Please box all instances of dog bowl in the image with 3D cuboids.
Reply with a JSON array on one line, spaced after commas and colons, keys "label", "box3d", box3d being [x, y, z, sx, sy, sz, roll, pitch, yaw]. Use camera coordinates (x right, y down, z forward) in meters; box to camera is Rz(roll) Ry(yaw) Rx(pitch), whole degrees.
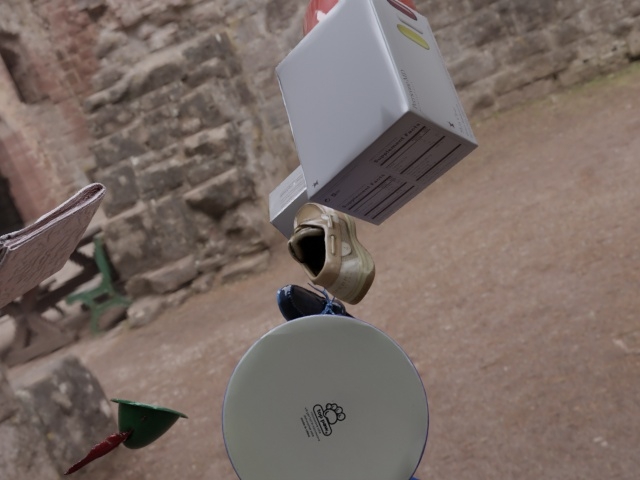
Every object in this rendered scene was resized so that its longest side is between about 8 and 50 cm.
[{"label": "dog bowl", "box3d": [0.007, 0.231, 1.145, 0.265, 0.265, 0.104, -25, -14, -4]}]

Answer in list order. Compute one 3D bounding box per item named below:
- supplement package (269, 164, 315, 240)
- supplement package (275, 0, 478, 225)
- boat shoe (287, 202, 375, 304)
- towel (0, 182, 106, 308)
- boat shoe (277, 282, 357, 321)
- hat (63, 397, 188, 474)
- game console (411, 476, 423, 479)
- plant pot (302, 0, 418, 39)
[{"label": "supplement package", "box3d": [-0.024, -0.072, 2.011, 0.134, 0.139, 0.244, -43, 15, 9]}, {"label": "supplement package", "box3d": [0.071, -0.195, 1.265, 0.145, 0.262, 0.204, 18, -45, -39]}, {"label": "boat shoe", "box3d": [0.000, 0.000, 1.672, 0.122, 0.110, 0.341, -62, 25, 12]}, {"label": "towel", "box3d": [-0.664, 0.028, 2.057, 0.332, 0.053, 0.317, -46, -4, 41]}, {"label": "boat shoe", "box3d": [0.017, 0.145, 1.784, 0.089, 0.109, 0.258, -20, -32, 31]}, {"label": "hat", "box3d": [-0.411, 0.456, 1.957, 0.208, 0.184, 0.173, 1, -20, 37]}, {"label": "game console", "box3d": [0.063, 0.545, 1.731, 0.173, 0.293, 0.250, 14, 77, 54]}, {"label": "plant pot", "box3d": [0.081, -0.437, 1.959, 0.275, 0.275, 0.243, -20, 24, 17]}]
